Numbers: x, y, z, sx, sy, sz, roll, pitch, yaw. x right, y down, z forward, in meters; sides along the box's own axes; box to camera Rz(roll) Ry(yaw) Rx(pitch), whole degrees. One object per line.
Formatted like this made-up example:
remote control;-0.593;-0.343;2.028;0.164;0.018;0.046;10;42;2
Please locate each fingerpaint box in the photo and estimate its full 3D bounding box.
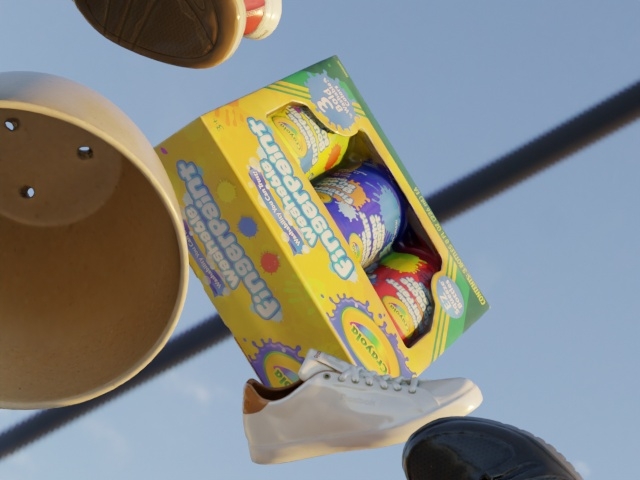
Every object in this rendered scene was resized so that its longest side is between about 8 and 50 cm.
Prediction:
fingerpaint box;0.000;0.000;2.015;0.163;0.371;0.444;-31;-89;35

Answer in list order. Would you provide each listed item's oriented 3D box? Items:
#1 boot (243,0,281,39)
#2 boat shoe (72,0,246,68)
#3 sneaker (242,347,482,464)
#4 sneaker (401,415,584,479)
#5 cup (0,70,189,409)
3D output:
boot;-0.138;-0.365;1.685;0.176;0.244;0.088;11;-27;-42
boat shoe;-0.161;-0.227;1.129;0.285;0.089;0.104;36;-68;19
sneaker;0.043;0.182;1.727;0.290;0.123;0.106;-12;5;7
sneaker;0.203;0.270;1.360;0.341;0.125;0.140;31;11;32
cup;-0.288;-0.034;1.425;0.331;0.237;0.331;0;-60;-1
